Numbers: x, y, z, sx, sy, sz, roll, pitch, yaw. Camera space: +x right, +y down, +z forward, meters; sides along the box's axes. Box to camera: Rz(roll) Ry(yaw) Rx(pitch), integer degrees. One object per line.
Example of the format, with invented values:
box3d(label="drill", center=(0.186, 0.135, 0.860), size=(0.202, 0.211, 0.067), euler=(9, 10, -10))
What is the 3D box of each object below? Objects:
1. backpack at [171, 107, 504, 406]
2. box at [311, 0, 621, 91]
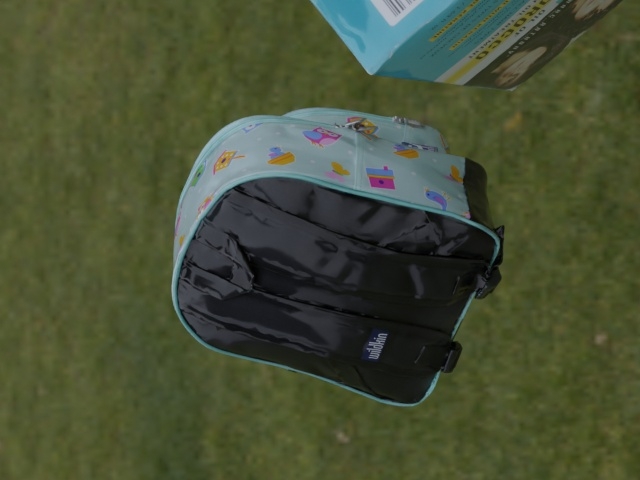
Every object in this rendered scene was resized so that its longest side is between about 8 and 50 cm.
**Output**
box3d(label="backpack", center=(0.000, 0.000, 1.049), size=(0.144, 0.188, 0.166), euler=(-102, 27, -47))
box3d(label="box", center=(0.082, -0.129, 0.826), size=(0.100, 0.244, 0.060), euler=(-40, 79, 19))
